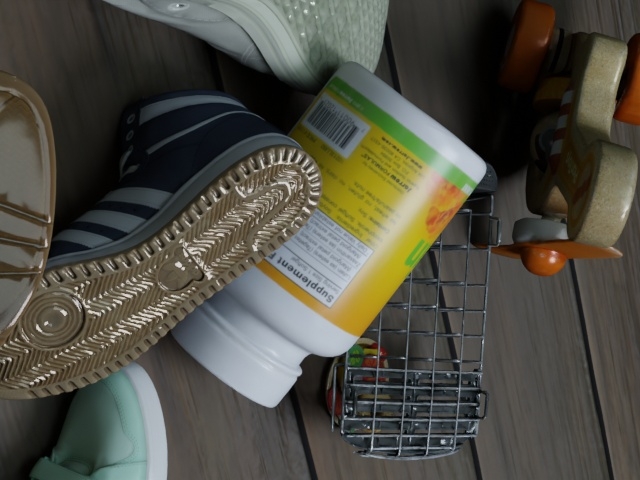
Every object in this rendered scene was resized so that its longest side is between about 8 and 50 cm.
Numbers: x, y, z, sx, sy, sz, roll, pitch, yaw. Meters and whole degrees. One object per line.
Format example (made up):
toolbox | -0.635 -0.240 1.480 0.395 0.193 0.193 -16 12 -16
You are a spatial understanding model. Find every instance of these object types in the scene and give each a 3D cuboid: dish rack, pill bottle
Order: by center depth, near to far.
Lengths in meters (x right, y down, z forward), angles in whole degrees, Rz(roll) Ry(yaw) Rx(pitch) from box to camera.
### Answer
pill bottle | 0.000 0.000 1.302 0.246 0.136 0.136 -52 135 4
dish rack | 0.067 0.047 1.454 0.208 0.074 0.271 7 85 -46

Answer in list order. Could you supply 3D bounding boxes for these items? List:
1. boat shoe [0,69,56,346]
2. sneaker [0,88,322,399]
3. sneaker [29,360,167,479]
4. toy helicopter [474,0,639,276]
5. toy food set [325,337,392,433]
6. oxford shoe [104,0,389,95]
boat shoe | -0.260 0.055 1.084 0.123 0.123 0.342 11 93 -29
sneaker | -0.145 -0.005 1.230 0.282 0.153 0.099 -32 126 -5
sneaker | -0.200 0.194 1.189 0.151 0.094 0.256 23 78 -44
toy helicopter | 0.212 -0.058 1.472 0.355 0.140 0.235 -85 -169 -74
toy food set | 0.034 0.125 1.484 0.082 0.020 0.083 6 92 -48
oxford shoe | -0.071 -0.211 1.253 0.449 0.130 0.169 15 81 -62
